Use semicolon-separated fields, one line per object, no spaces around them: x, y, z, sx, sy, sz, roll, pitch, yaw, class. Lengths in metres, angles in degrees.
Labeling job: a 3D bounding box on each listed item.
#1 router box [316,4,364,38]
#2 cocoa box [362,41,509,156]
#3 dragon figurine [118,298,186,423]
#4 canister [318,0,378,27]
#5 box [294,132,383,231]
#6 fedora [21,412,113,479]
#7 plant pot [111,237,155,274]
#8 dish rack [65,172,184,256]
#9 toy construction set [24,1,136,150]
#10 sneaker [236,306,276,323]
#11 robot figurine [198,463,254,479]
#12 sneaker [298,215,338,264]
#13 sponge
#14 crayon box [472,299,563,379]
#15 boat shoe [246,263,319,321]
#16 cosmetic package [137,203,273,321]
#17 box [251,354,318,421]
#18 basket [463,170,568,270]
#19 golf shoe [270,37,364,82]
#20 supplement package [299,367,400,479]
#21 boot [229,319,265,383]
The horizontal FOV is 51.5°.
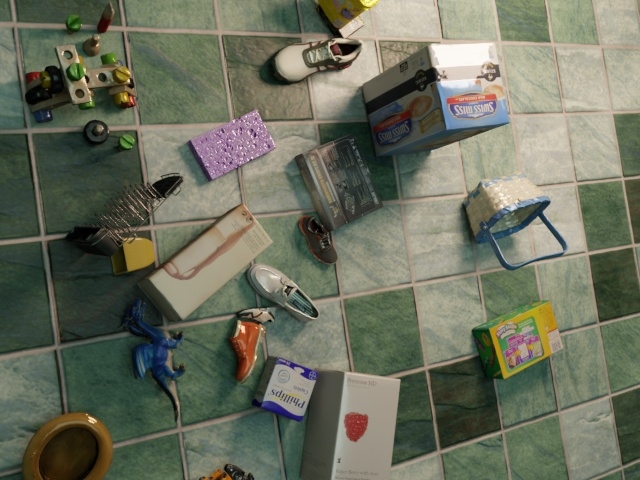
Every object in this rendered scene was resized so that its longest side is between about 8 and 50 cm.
0.058;-0.652;1.931;0.092;0.038;0.122;-41;103;-24;router box
0.312;-0.384;1.857;0.231;0.347;0.228;-10;89;-28;cocoa box
-0.397;0.284;1.559;0.144;0.085;0.289;1;79;-25;dragon figurine
0.073;-0.669;1.821;0.073;0.170;0.126;-41;103;-24;canister
0.054;-0.163;1.863;0.183;0.056;0.231;-26;96;-27;box
-0.556;0.470;1.461;0.194;0.079;0.194;0;90;-24;fedora
-0.441;0.033;1.573;0.083;0.081;0.081;-10;89;-39;plant pot
-0.440;-0.072;1.519;0.271;0.208;0.074;-50;119;-23;dish rack
-0.514;-0.394;1.492;0.257;0.237;0.309;11;79;-26;toy construction set
-0.164;0.196;1.718;0.109;0.040;0.043;0;86;-27;sneaker
-0.219;0.688;1.609;0.211;0.085;0.291;-35;101;-26;robot figurine
0.000;0.000;1.811;0.061;0.065;0.158;-43;103;-25;sneaker
-0.230;-0.250;1.739;0.210;0.031;0.117;-31;99;-27;sponge
0.625;0.309;2.091;0.278;0.081;0.165;-18;92;-28;crayon box
-0.090;0.133;1.743;0.226;0.076;0.083;36;69;-19;boat shoe
-0.280;0.054;1.613;0.296;0.153;0.129;-43;102;-26;cosmetic package
-0.091;0.383;1.717;0.126;0.072;0.137;26;74;-22;box
0.598;-0.056;2.034;0.255;0.201;0.289;-11;58;-27;basket
-0.009;-0.516;1.837;0.273;0.120;0.105;-22;96;-26;golf shoe
0.077;0.493;1.732;0.177;0.175;0.293;12;78;-25;supplement package
-0.201;0.281;1.684;0.085;0.059;0.158;22;66;-21;boot
